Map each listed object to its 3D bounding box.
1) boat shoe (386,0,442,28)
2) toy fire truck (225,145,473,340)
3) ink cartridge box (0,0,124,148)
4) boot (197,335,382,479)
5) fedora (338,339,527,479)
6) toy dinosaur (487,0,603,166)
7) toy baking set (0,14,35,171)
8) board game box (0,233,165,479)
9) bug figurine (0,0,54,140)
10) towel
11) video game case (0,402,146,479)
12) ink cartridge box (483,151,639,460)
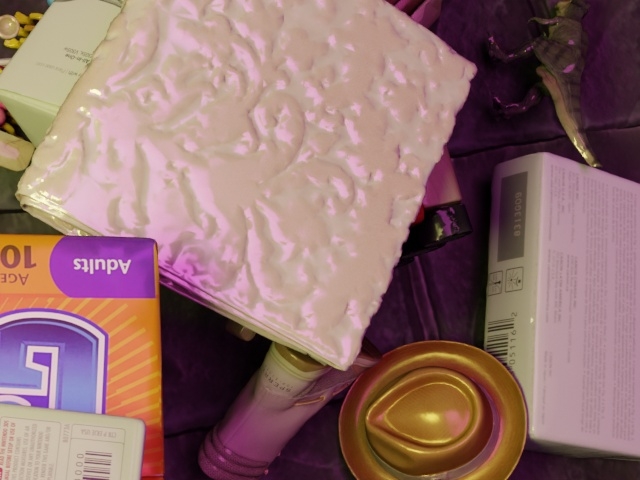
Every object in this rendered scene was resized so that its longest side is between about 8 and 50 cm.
[{"bbox_3d":[0.116,-0.317,1.486,0.104,0.110,0.307,42,67,-9],"label":"boat shoe"},{"bbox_3d":[0.000,0.000,1.310,0.246,0.217,0.159,-14,83,-22],"label":"toy fire truck"},{"bbox_3d":[-0.153,-0.178,1.286,0.121,0.211,0.289,18,65,29],"label":"ink cartridge box"},{"bbox_3d":[-0.030,0.157,1.328,0.077,0.213,0.165,40,105,16],"label":"boot"},{"bbox_3d":[0.107,0.180,1.342,0.194,0.079,0.194,-5,70,13],"label":"fedora"},{"bbox_3d":[0.250,-0.189,1.511,0.118,0.064,0.268,-5,54,13],"label":"toy dinosaur"},{"bbox_3d":[-0.353,-0.184,1.241,0.196,0.030,0.256,-8,85,-16],"label":"toy baking set"},{"bbox_3d":[-0.337,0.200,1.054,0.356,0.356,0.357,1,78,-21],"label":"board game box"},{"bbox_3d":[-0.358,-0.199,1.296,0.279,0.072,0.216,19,72,-17],"label":"bug figurine"},{"bbox_3d":[-0.050,-0.097,1.160,0.317,0.053,0.332,31,69,-14],"label":"towel"},{"bbox_3d":[-0.275,0.262,0.851,0.299,0.036,0.329,9,76,-19],"label":"video game case"},{"bbox_3d":[0.350,0.096,1.516,0.385,0.091,0.308,15,71,-35],"label":"ink cartridge box"}]
